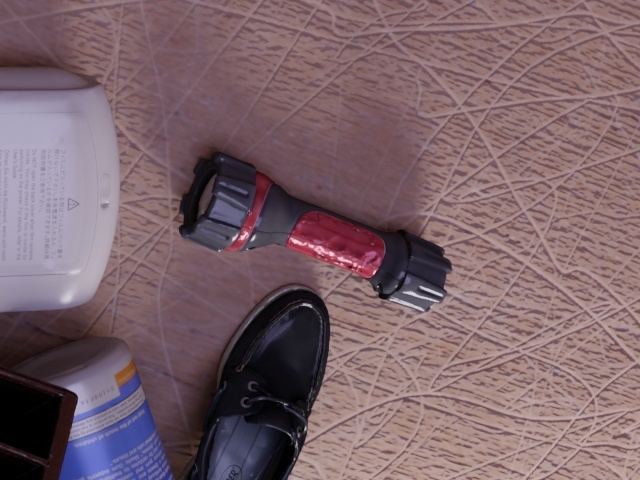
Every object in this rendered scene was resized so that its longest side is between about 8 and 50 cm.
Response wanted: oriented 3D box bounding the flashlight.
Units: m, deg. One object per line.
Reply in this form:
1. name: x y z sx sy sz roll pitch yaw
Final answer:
1. flashlight: 0.000 0.000 1.827 0.304 0.103 0.103 22 66 -21

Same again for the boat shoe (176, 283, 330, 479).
1. boat shoe: -0.071 0.213 1.858 0.127 0.113 0.340 32 86 -22

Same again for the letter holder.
1. letter holder: -0.409 0.219 1.628 0.214 0.302 0.152 25 57 -26

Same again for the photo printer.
1. photo printer: -0.353 -0.049 1.676 0.307 0.107 0.256 -3 109 -21

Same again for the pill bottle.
1. pill bottle: -0.235 0.252 1.778 0.152 0.152 0.272 -20 103 -14
